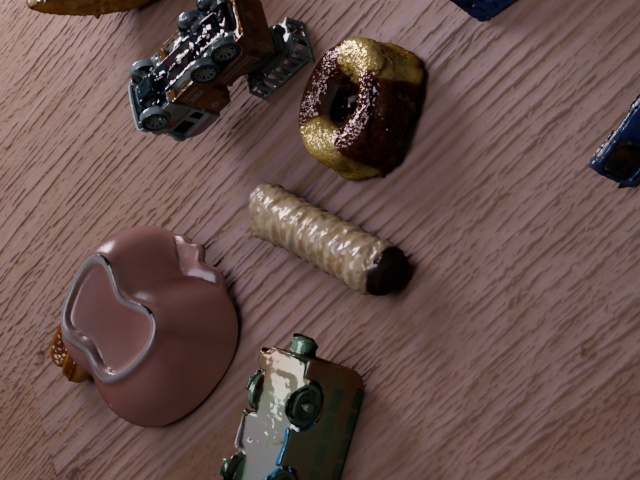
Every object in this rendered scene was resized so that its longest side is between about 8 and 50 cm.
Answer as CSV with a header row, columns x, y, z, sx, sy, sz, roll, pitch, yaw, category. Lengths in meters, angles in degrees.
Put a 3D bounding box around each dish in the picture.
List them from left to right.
x,y,z,sx,sy,sz,roll,pitch,yaw,category
-0.193,0.083,1.695,0.213,0.090,0.213,-6,81,37,dish

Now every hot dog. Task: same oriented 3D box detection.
x,y,z,sx,sy,sz,roll,pitch,yaw,category
-0.249,0.077,1.825,0.071,0.045,0.165,40,108,48,hot dog

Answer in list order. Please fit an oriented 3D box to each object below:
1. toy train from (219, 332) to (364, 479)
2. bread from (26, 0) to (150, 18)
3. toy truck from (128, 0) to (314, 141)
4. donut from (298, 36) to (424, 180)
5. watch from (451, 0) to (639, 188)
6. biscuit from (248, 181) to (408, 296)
x,y,z,sx,sy,sz,roll,pitch,yaw,category
-0.025,0.181,1.503,0.072,0.099,0.188,16,89,47,toy train
-0.241,-0.334,1.878,0.229,0.139,0.143,-19,63,51,bread
-0.109,-0.174,1.695,0.177,0.115,0.080,-38,52,33,toy truck
0.036,-0.129,1.567,0.140,0.059,0.140,-23,59,45,donut
0.254,-0.229,1.357,0.274,0.068,0.276,-57,43,25,watch
0.000,0.000,1.565,0.219,0.055,0.061,30,111,48,biscuit
